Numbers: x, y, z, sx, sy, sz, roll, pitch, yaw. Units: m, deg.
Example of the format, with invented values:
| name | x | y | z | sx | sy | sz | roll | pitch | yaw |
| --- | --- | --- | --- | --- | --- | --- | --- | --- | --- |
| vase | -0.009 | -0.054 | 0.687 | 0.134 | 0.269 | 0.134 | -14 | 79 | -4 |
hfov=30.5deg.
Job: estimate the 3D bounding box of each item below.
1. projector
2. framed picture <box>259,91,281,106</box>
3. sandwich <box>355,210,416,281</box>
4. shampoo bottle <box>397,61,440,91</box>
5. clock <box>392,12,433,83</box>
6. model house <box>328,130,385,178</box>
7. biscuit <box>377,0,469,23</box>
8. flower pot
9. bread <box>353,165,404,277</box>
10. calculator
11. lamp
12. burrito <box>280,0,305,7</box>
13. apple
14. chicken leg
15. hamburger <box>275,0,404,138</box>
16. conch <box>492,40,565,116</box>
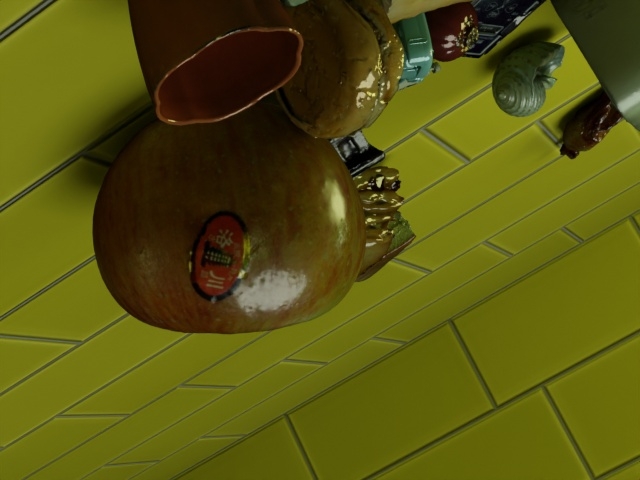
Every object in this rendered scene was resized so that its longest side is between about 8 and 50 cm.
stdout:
| name | x | y | z | sx | sy | sz | roll | pitch | yaw |
| --- | --- | --- | --- | --- | --- | --- | --- | --- | --- |
| projector | 0.557 | -0.349 | 1.910 | 0.249 | 0.248 | 0.248 | -33 | 161 | 21 |
| framed picture | -0.021 | -0.255 | 1.734 | 0.260 | 0.023 | 0.189 | -26 | 162 | -2 |
| sandwich | 0.104 | 0.022 | 2.580 | 0.096 | 0.094 | 0.258 | -15 | 161 | -36 |
| shampoo bottle | 0.135 | -0.265 | 1.913 | 0.141 | 0.034 | 0.049 | -22 | 156 | -20 |
| clock | 0.127 | -0.284 | 1.733 | 0.045 | 0.108 | 0.147 | -9 | 164 | -8 |
| model house | -0.008 | -0.167 | 1.871 | 0.165 | 0.106 | 0.152 | -30 | 131 | 2 |
| biscuit | 0.279 | -0.450 | 1.477 | 0.446 | 0.104 | 0.429 | -19 | 162 | -15 |
| flower pot | -0.137 | -0.250 | 1.336 | 0.191 | 0.173 | 0.190 | -25 | 162 | -9 |
| bread | 0.000 | 0.000 | 2.250 | 0.325 | 0.167 | 0.277 | -18 | 161 | -29 |
| calculator | 0.291 | -0.374 | 1.830 | 0.166 | 0.028 | 0.274 | -8 | 155 | -45 |
| lamp | 0.192 | -0.316 | 1.754 | 0.101 | 0.090 | 0.101 | -31 | 133 | -39 |
| burrito | 0.046 | -0.335 | 1.300 | 0.229 | 0.089 | 0.144 | -18 | 155 | 3 |
| apple | -0.127 | -0.033 | 1.709 | 0.400 | 0.333 | 0.400 | 0 | 180 | 0 |
| chicken leg | 0.606 | -0.265 | 2.522 | 0.322 | 0.083 | 0.177 | -44 | 171 | 37 |
| hamburger | 0.020 | -0.236 | 1.562 | 0.108 | 0.213 | 0.214 | -15 | 159 | -36 |
| conch | 0.360 | -0.290 | 2.050 | 0.153 | 0.102 | 0.135 | -55 | 171 | -40 |
